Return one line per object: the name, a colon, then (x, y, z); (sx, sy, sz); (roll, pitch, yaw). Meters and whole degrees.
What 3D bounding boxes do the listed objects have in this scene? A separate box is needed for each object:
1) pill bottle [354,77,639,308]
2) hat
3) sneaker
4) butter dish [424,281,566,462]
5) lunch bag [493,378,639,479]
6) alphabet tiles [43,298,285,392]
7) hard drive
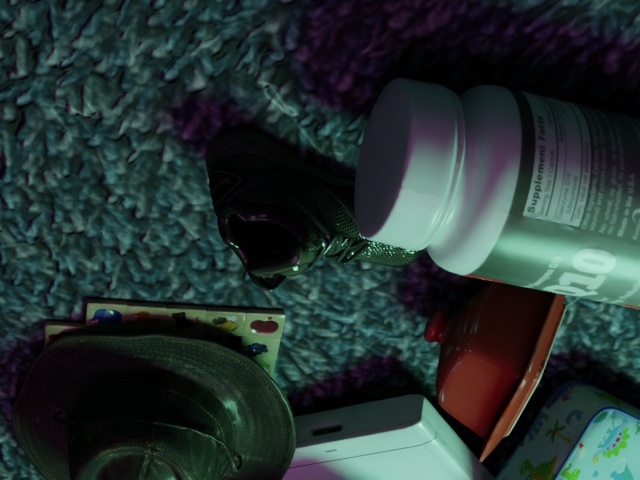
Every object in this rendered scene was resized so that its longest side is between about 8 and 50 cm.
pill bottle: (0.181, -0.040, 1.271); (0.283, 0.161, 0.161); (11, 138, -16)
hat: (-0.181, 0.242, 1.566); (0.331, 0.134, 0.331); (3, 135, 3)
sneaker: (0.000, 0.000, 1.334); (0.227, 0.130, 0.087); (25, 134, -32)
butter dish: (0.158, 0.105, 1.477); (0.118, 0.160, 0.160); (24, 138, 4)
lunch bag: (0.278, 0.271, 1.633); (0.176, 0.090, 0.219); (26, 97, -35)
alphabet tiles: (-0.166, 0.127, 1.566); (0.237, 0.009, 0.198); (4, 140, -8)
hard drive: (0.095, 0.303, 1.713); (0.233, 0.047, 0.353); (-15, 135, 28)
